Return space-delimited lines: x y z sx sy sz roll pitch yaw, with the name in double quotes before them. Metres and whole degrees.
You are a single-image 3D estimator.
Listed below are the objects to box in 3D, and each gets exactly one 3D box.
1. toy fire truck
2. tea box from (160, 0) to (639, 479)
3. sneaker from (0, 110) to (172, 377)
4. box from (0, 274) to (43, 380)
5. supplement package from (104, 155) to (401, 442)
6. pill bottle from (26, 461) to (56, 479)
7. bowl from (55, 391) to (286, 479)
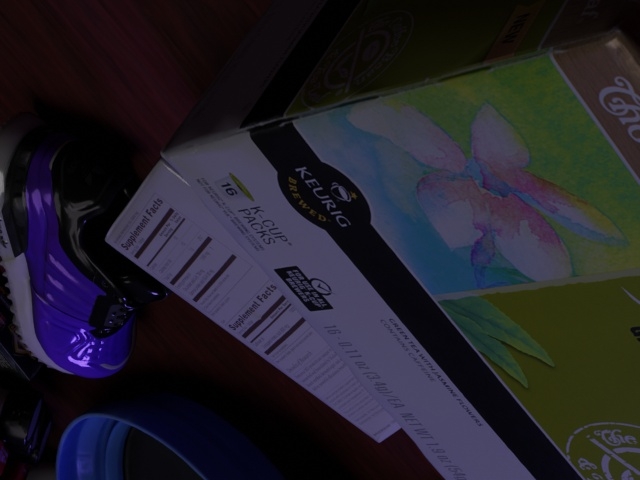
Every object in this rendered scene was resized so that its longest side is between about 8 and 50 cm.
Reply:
"toy fire truck" -0.348 0.270 1.679 0.158 0.246 0.217 18 164 -1
"tea box" 0.158 -0.027 0.894 0.323 0.220 0.329 -12 127 48
"sneaker" -0.177 0.031 1.379 0.146 0.102 0.293 17 145 22
"box" -0.382 0.042 1.622 0.175 0.051 0.220 3 138 39
"supplement package" 0.000 0.000 1.148 0.244 0.139 0.134 37 147 -5
"pill bottle" -0.303 0.382 1.911 0.162 0.162 0.278 24 147 13
"bowl" -0.110 0.323 1.619 0.391 0.077 0.391 31 136 35
